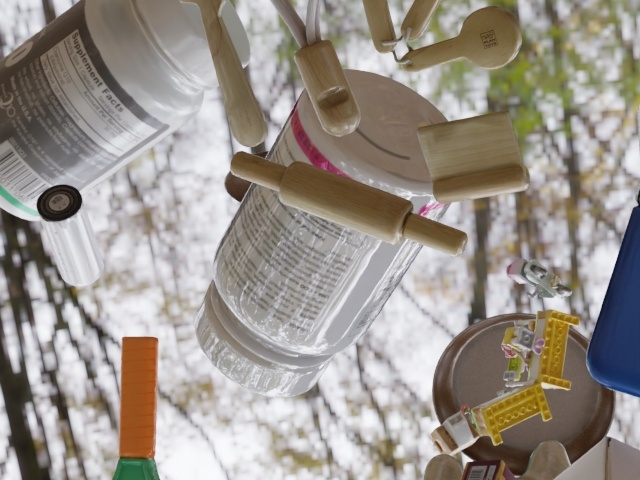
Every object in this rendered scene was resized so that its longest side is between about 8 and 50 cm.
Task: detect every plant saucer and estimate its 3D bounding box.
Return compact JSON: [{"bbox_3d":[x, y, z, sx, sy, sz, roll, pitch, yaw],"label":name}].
[{"bbox_3d":[-0.051,-0.086,2.193,0.168,0.029,0.168,5,-151,-3],"label":"plant saucer"},{"bbox_3d":[0.346,0.257,2.660,0.310,0.311,0.050,-2,-160,14],"label":"plant saucer"}]

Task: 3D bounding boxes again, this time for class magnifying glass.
[{"bbox_3d":[-0.139,0.188,1.177,0.092,0.231,0.026,-1,172,19],"label":"magnifying glass"}]

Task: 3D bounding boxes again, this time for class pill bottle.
[{"bbox_3d":[0.000,0.000,1.405,0.160,0.283,0.160,20,-144,-15],"label":"pill bottle"},{"bbox_3d":[-0.278,-0.196,1.987,0.361,0.204,0.204,-32,-167,20],"label":"pill bottle"}]

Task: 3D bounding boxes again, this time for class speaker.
[{"bbox_3d":[-0.293,-0.004,1.841,0.055,0.136,0.055,-3,-126,4],"label":"speaker"}]

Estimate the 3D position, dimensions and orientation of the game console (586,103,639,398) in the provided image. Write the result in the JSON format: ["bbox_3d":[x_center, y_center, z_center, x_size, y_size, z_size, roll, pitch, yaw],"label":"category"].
[{"bbox_3d":[0.392,0.029,1.362,0.293,0.173,0.250,18,-148,-1],"label":"game console"}]

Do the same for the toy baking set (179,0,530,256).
[{"bbox_3d":[0.015,-0.102,0.956,0.256,0.197,0.030,17,-157,20],"label":"toy baking set"}]

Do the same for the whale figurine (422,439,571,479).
[{"bbox_3d":[0.173,0.326,1.674,0.272,0.216,0.141,-33,175,-30],"label":"whale figurine"}]

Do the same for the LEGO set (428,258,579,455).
[{"bbox_3d":[0.222,0.168,1.938,0.107,0.132,0.287,-12,-137,59],"label":"LEGO set"}]

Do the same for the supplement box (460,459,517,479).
[{"bbox_3d":[0.172,0.261,1.533,0.043,0.083,0.055,-9,-137,36],"label":"supplement box"}]

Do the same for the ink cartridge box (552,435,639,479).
[{"bbox_3d":[0.258,0.317,1.403,0.198,0.273,0.115,25,-136,-16],"label":"ink cartridge box"}]
